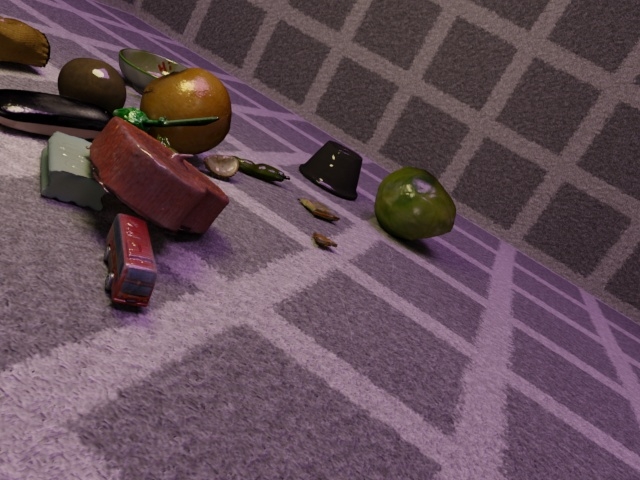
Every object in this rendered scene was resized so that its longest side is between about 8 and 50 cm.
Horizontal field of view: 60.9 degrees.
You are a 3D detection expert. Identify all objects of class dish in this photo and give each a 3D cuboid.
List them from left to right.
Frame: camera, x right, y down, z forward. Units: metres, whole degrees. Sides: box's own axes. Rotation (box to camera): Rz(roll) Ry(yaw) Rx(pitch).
[{"bbox_3d":[-0.606,-0.595,2.052,0.325,0.124,0.324,21,24,-10],"label":"dish"}]

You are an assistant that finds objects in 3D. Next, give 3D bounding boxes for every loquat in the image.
[{"bbox_3d":[-0.387,-0.370,1.559,0.263,0.263,0.263,27,18,-9],"label":"loquat"}]

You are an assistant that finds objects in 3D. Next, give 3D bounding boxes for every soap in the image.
[{"bbox_3d":[-0.488,-0.142,1.083,0.115,0.063,0.198,17,22,-36],"label":"soap"}]

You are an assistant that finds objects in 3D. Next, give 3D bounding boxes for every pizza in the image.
[{"bbox_3d":[0.000,0.001,1.512,0.083,0.025,0.078,31,12,27],"label":"pizza"}]

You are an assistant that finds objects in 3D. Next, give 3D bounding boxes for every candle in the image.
[{"bbox_3d":[-0.325,-0.141,1.093,0.287,0.131,0.317,39,3,12],"label":"candle"}]

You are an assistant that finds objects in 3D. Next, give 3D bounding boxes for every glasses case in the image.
[{"bbox_3d":[-0.612,-0.290,1.263,0.122,0.075,0.314,41,25,24],"label":"glasses case"}]

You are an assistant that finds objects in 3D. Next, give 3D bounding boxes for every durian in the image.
[{"bbox_3d":[-0.287,-0.212,1.587,0.130,0.066,0.052,-4,36,-44],"label":"durian"}]

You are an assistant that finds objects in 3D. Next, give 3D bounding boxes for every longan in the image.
[{"bbox_3d":[-0.611,-0.404,1.454,0.187,0.167,0.168,40,21,32],"label":"longan"}]

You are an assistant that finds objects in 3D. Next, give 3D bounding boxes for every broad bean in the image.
[{"bbox_3d":[-0.201,-0.232,1.799,0.214,0.048,0.070,19,21,-21],"label":"broad bean"}]

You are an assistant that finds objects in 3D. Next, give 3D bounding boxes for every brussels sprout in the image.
[{"bbox_3d":[0.344,-0.124,2.042,0.344,0.268,0.344,43,0,0],"label":"brussels sprout"}]

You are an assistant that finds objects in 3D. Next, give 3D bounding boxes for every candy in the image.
[{"bbox_3d":[-0.398,-0.301,1.395,0.324,0.096,0.097,3,8,21],"label":"candy"}]

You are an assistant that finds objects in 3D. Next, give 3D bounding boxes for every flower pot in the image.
[{"bbox_3d":[0.066,-0.297,2.204,0.269,0.166,0.269,28,19,-11],"label":"flower pot"}]

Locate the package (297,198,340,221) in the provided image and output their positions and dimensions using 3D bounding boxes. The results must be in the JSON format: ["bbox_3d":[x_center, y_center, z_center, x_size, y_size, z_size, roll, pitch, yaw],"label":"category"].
[{"bbox_3d":[-0.006,-0.102,1.776,0.108,0.031,0.121,17,16,-36],"label":"package"}]

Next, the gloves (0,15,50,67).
[{"bbox_3d":[-0.894,-0.564,1.456,0.203,0.155,0.356,44,6,20],"label":"gloves"}]

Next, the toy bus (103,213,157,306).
[{"bbox_3d":[-0.308,0.027,0.880,0.065,0.077,0.192,15,22,-31],"label":"toy bus"}]

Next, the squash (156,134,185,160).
[{"bbox_3d":[-0.360,-0.173,1.355,0.200,0.075,0.090,52,38,0],"label":"squash"}]
